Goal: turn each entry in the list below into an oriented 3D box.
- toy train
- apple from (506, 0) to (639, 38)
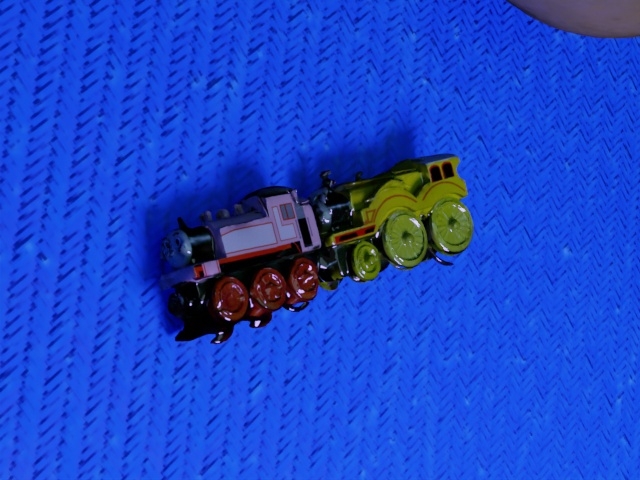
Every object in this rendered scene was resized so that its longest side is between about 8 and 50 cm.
[{"bbox_3d":[0.000,0.000,0.891,0.250,0.053,0.085,-17,92,-41],"label":"toy train"},{"bbox_3d":[0.221,-0.285,0.961,0.292,0.254,0.291,1,88,-47],"label":"apple"}]
